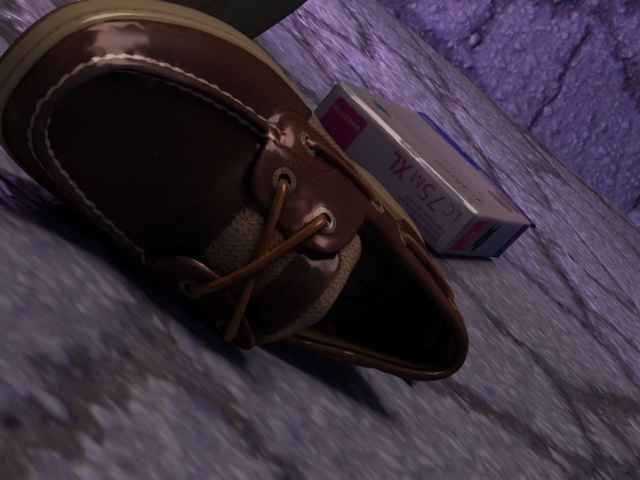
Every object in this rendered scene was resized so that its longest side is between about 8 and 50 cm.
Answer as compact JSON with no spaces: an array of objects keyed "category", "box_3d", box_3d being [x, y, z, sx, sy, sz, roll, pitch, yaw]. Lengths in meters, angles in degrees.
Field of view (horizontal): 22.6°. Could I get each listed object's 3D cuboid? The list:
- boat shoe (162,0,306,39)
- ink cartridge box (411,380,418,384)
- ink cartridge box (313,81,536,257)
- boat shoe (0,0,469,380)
[{"category":"boat shoe","box_3d":[-0.105,-0.235,1.363,0.113,0.127,0.340,56,23,7]},{"category":"ink cartridge box","box_3d":[0.000,0.000,1.056,0.207,0.046,0.097,41,11,-6]},{"category":"ink cartridge box","box_3d":[0.111,-0.064,1.618,0.186,0.065,0.311,45,14,14]},{"category":"boat shoe","box_3d":[-0.026,-0.007,0.827,0.342,0.123,0.123,38,9,-50]}]
